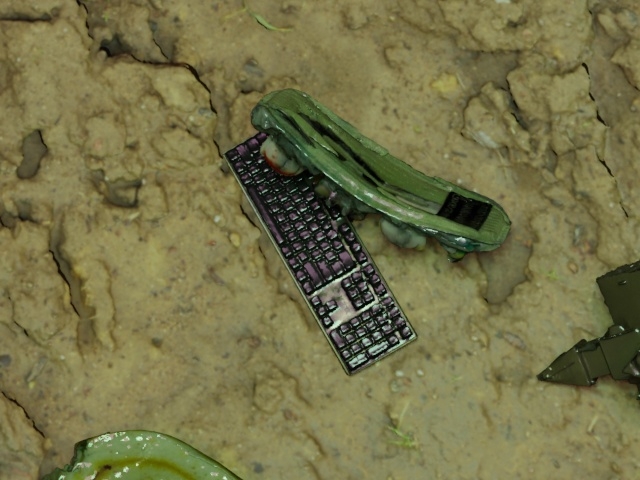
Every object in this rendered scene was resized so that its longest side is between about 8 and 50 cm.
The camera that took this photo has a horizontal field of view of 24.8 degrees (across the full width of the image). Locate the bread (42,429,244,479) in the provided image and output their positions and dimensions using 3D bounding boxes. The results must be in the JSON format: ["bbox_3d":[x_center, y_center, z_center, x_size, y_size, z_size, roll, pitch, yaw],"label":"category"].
[{"bbox_3d":[-0.185,0.310,1.609,0.257,0.124,0.186,35,75,13],"label":"bread"}]

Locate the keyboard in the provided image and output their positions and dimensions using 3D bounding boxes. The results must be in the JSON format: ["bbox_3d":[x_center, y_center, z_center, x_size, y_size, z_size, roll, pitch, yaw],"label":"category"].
[{"bbox_3d":[0.000,0.000,1.711,0.106,0.027,0.317,-30,75,-2],"label":"keyboard"}]

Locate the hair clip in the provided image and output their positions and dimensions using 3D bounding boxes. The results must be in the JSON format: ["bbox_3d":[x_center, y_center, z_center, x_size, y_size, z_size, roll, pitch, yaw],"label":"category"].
[{"bbox_3d":[0.059,-0.061,1.671,0.321,0.138,0.091,32,114,4],"label":"hair clip"}]

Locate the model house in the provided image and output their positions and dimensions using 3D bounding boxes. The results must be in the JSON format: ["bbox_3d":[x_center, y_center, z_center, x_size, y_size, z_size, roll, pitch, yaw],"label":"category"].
[{"bbox_3d":[0.346,0.122,1.587,0.248,0.176,0.181,-22,92,26],"label":"model house"}]
